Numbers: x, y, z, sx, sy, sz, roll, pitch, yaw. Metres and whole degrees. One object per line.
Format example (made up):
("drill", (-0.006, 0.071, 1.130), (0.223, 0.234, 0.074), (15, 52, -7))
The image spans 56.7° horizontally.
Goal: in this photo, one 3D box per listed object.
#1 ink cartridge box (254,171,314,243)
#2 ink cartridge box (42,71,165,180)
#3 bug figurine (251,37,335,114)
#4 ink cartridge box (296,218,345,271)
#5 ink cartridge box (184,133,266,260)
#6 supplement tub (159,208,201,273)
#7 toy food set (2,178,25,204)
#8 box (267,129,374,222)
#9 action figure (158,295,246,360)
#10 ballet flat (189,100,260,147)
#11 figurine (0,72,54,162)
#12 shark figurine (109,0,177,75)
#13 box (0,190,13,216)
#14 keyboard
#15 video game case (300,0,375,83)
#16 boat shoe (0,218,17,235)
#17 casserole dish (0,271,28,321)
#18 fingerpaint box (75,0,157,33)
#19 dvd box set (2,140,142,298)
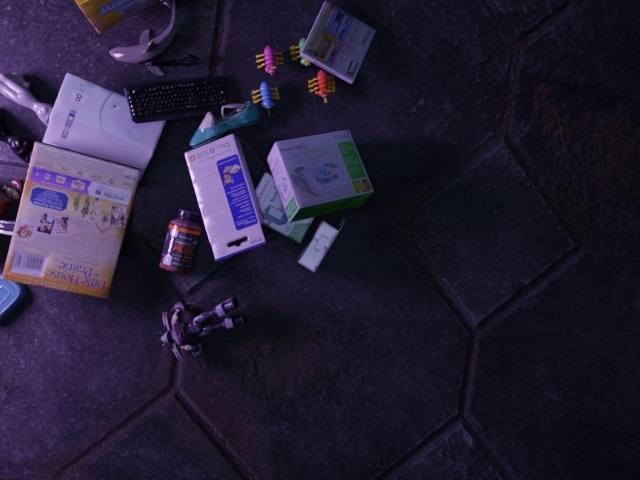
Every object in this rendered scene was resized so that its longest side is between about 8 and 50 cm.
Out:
("ink cartridge box", (-0.125, -0.106, 1.931), (0.212, 0.093, 0.154), (29, 90, -5))
("ink cartridge box", (-0.686, -0.272, 1.819), (0.308, 0.091, 0.385), (21, 89, -24))
("bug figurine", (-0.093, -0.534, 1.918), (0.279, 0.072, 0.216), (-14, 95, -5))
("ink cartridge box", (0.000, 0.000, 1.939), (0.067, 0.115, 0.198), (32, 89, -7))
("ink cartridge box", (-0.293, -0.133, 1.860), (0.176, 0.069, 0.370), (-19, 78, 10))
("supplement tub", (-0.443, 0.001, 1.895), (0.106, 0.106, 0.197), (13, 92, -7))
("toy food set", (-0.935, -0.147, 1.876), (0.078, 0.019, 0.122), (-45, 89, -2))
("box", (-0.003, -0.204, 1.861), (0.262, 0.127, 0.231), (-13, 75, -23))
("action figure", (-0.391, 0.278, 1.926), (0.285, 0.099, 0.185), (-20, 102, -1))
("ballet flat", (-0.316, -0.382, 1.894), (0.247, 0.083, 0.087), (-25, 118, -10))
("figurine", (-0.926, -0.379, 1.824), (0.209, 0.092, 0.215), (37, 88, -6))
("shark figurine", (-0.510, -0.636, 1.848), (0.166, 0.116, 0.278), (42, 90, -8))
("box", (-1.090, -0.079, 1.807), (0.149, 0.127, 0.232), (40, 89, -7))
("keyboard", (-0.451, -0.481, 1.846), (0.317, 0.033, 0.201), (-16, 91, -28))
("video game case", (0.059, -0.641, 1.919), (0.193, 0.023, 0.212), (26, 76, -13))
("boat shoe", (-0.860, -0.050, 1.848), (0.303, 0.114, 0.091), (6, 93, -19))
("casserole dish", (-1.020, 0.184, 1.877), (0.188, 0.037, 0.114), (-44, 96, -1))
("fingerpaint box", (-0.571, -0.897, 1.751), (0.445, 0.163, 0.371), (-30, 80, -3))
("dvd box set", (-0.745, -0.055, 1.789), (0.308, 0.062, 0.420), (14, 96, -21))
